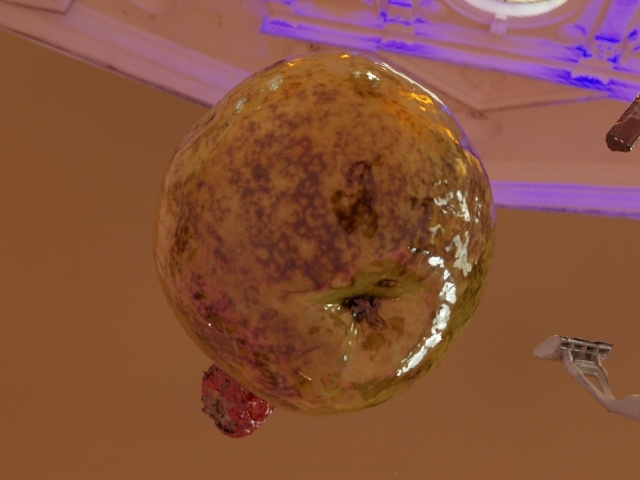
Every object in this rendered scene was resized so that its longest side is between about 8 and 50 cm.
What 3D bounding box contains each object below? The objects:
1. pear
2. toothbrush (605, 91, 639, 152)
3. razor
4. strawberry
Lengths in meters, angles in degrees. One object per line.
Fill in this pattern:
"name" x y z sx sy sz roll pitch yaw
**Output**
"pear" 0.000 0.000 0.391 0.197 0.197 0.197 -2 -108 6
"toothbrush" 0.514 -0.266 0.963 0.041 0.041 0.364 38 -95 16
"razor" 0.329 0.155 0.611 0.278 0.111 0.056 24 -83 49
"strawberry" -0.070 0.141 0.652 0.083 0.073 0.073 -17 -117 -46
